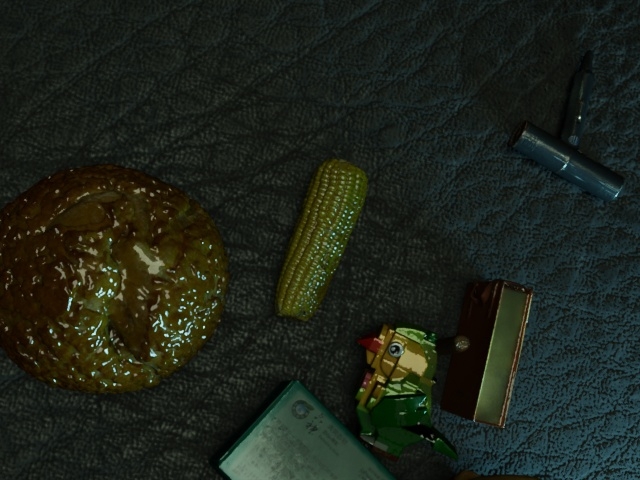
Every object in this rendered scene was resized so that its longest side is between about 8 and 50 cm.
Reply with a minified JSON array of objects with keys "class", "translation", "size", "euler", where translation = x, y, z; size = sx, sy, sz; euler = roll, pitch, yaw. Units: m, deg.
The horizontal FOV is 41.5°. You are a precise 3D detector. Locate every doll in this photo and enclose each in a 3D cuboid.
[{"class":"doll","translation":[0.111,0.200,1.124],"size":[0.134,0.106,0.186],"euler":[-3,97,3]}]

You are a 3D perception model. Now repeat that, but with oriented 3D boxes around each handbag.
[{"class":"handbag","translation":[0.223,0.148,1.145],"size":[0.063,0.127,0.190],"euler":[16,84,-10]}]

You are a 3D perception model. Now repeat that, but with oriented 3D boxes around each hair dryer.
[{"class":"hair dryer","translation":[0.392,-0.178,1.243],"size":[0.173,0.050,0.195],"euler":[30,78,-9]}]

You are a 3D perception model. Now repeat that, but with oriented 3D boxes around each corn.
[{"class":"corn","translation":[0.000,0.000,1.143],"size":[0.080,0.080,0.231],"euler":[20,83,-8]}]

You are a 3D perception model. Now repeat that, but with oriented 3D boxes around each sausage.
[{"class":"sausage","translation":[0.177,0.142,1.144],"size":[0.026,0.116,0.026],"euler":[1,80,-6]}]

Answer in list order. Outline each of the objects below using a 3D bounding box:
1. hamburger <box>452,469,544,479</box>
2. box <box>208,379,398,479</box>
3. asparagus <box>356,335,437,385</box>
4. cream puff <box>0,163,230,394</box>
[{"class":"hamburger","translation":[0.248,0.420,1.074],"size":[0.276,0.237,0.276],"euler":[9,117,19]},{"class":"box","translation":[-0.006,0.317,1.101],"size":[0.245,0.092,0.153],"euler":[46,71,-3]},{"class":"asparagus","translation":[0.106,0.167,1.179],"size":[0.127,0.018,0.015],"euler":[30,121,-4]},{"class":"cream puff","translation":[-0.259,0.044,1.030],"size":[0.303,0.212,0.303],"euler":[2,83,-14]}]
